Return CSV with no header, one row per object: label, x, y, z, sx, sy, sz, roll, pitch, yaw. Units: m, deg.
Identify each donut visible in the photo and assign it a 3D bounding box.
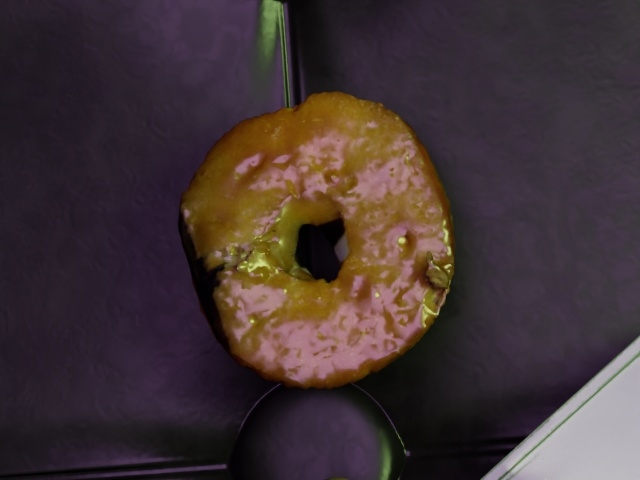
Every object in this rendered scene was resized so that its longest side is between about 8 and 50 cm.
donut,0.002,0.002,1.242,0.254,0.118,0.253,-1,84,13

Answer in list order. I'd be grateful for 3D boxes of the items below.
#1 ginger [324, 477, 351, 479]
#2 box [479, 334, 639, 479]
ginger,-0.058,0.278,1.193,0.216,0.157,0.102,-44,94,10
box,0.265,0.221,1.148,0.225,0.117,0.225,-43,76,3
